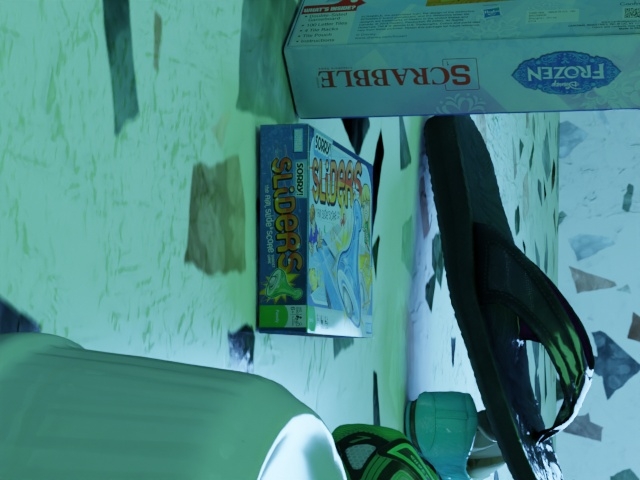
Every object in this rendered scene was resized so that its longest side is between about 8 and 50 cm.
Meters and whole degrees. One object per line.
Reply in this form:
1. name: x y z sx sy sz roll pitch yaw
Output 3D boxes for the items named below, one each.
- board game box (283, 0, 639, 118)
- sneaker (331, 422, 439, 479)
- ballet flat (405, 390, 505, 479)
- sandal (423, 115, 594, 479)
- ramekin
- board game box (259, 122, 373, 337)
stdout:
1. board game box: 0.158 -0.208 1.107 0.318 0.318 0.066 -74 159 -49
2. sneaker: 0.079 0.252 1.119 0.343 0.134 0.146 68 24 -54
3. ballet flat: 0.150 0.212 1.503 0.247 0.087 0.083 55 36 -66
4. sandal: 0.201 0.055 1.487 0.167 0.107 0.446 33 42 -60
5. ramekin: -0.067 0.168 0.552 0.273 0.127 0.273 -1 90 -77
6. board game box: 0.000 0.000 1.027 0.201 0.035 0.136 16 73 -75
